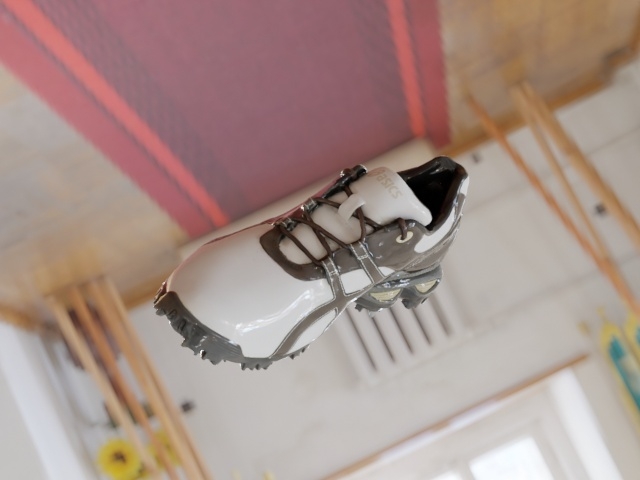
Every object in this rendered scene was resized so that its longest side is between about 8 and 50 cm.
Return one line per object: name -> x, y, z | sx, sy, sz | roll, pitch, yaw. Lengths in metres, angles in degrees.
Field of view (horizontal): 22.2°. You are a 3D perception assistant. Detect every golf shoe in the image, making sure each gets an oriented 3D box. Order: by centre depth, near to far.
golf shoe -> 0.000, 0.000, 0.827 | 0.198, 0.077, 0.094 | -22, 150, -47
